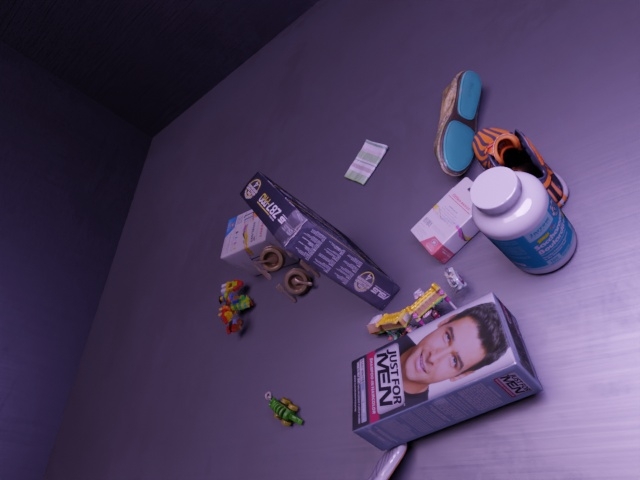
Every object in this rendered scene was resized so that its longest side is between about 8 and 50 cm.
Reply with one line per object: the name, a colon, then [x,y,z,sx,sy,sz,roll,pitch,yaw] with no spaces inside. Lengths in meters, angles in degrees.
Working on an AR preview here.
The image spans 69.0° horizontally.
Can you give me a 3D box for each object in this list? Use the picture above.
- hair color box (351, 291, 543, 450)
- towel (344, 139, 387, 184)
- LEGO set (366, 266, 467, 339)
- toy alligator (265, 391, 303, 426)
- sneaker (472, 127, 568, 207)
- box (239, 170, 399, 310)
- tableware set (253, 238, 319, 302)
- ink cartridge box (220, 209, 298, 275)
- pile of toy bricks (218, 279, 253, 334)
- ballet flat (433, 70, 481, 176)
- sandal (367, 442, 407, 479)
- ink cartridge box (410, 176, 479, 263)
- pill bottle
hair color box: [0.243,0.283,0.988,0.375,0.114,0.185,-34,30,26]
towel: [0.151,-0.265,1.567,0.151,0.023,0.113,-57,38,0]
LEGO set: [0.239,0.193,1.128,0.287,0.107,0.132,-41,6,26]
toy alligator: [-0.121,0.472,1.322,0.190,0.051,0.056,16,76,50]
sneaker: [0.442,-0.212,1.095,0.124,0.180,0.321,-45,40,15]
box: [0.000,0.000,1.247,0.097,0.395,0.318,-51,40,4]
tableware set: [-0.117,0.098,1.483,0.128,0.194,0.039,-49,-2,11]
ink cartridge box: [-0.202,-0.004,1.642,0.233,0.168,0.171,-20,50,36]
pile of toy bricks: [-0.290,0.229,1.648,0.105,0.118,0.212,-18,29,3]
ballet flat: [0.375,-0.316,1.309,0.123,0.123,0.348,-5,62,45]
sandal: [0.120,0.552,0.986,0.076,0.102,0.265,40,76,9]
ink cartridge box: [0.342,-0.052,1.184,0.198,0.067,0.115,-47,40,15]
pill bottle: [0.407,-0.043,0.950,0.146,0.264,0.146,-26,48,33]
